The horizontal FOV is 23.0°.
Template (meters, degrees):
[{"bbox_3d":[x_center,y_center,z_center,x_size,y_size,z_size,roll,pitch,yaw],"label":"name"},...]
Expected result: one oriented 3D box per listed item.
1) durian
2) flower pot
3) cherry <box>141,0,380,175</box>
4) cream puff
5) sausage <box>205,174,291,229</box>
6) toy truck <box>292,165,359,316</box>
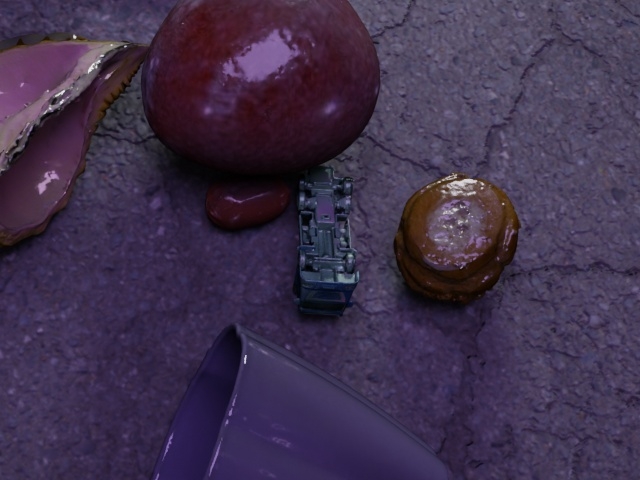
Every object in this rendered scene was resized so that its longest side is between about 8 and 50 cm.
[{"bbox_3d":[-0.331,-0.131,1.640,0.195,0.185,0.305,23,54,15],"label":"durian"},{"bbox_3d":[-0.025,0.243,1.494,0.243,0.265,0.265,25,65,-15],"label":"flower pot"},{"bbox_3d":[-0.054,-0.187,1.668,0.285,0.213,0.236,-19,41,-27],"label":"cherry"},{"bbox_3d":[0.145,0.003,1.685,0.126,0.103,0.144,32,65,19],"label":"cream puff"},{"bbox_3d":[-0.079,-0.045,1.694,0.094,0.054,0.059,-12,70,-15],"label":"sausage"},{"bbox_3d":[0.000,0.000,1.689,0.067,0.081,0.175,4,48,-9],"label":"toy truck"}]
